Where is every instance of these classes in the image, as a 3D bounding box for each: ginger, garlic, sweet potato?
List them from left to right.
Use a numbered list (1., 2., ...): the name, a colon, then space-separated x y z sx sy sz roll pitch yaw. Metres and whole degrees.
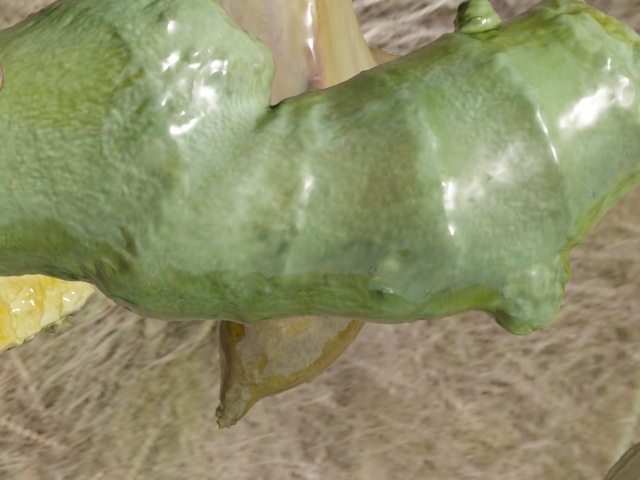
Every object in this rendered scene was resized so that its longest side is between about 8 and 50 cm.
1. ginger: -0.026 -0.038 0.620 0.290 0.089 0.137 9 68 8
2. sweet potato: 0.000 0.000 1.598 0.158 0.158 0.369 24 67 -16
3. garlic: 0.017 -0.100 1.387 0.196 0.151 0.338 -45 122 -14

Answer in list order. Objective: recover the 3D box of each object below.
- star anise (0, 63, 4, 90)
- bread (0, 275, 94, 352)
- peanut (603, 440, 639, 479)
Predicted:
1. star anise: -0.172 -0.161 0.510 0.088 0.288 0.288 -23 89 -23
2. bread: -0.332 -0.006 1.484 0.262 0.162 0.204 28 33 18
3. peanut: 0.183 0.167 0.937 0.099 0.214 0.090 -1 43 -25
